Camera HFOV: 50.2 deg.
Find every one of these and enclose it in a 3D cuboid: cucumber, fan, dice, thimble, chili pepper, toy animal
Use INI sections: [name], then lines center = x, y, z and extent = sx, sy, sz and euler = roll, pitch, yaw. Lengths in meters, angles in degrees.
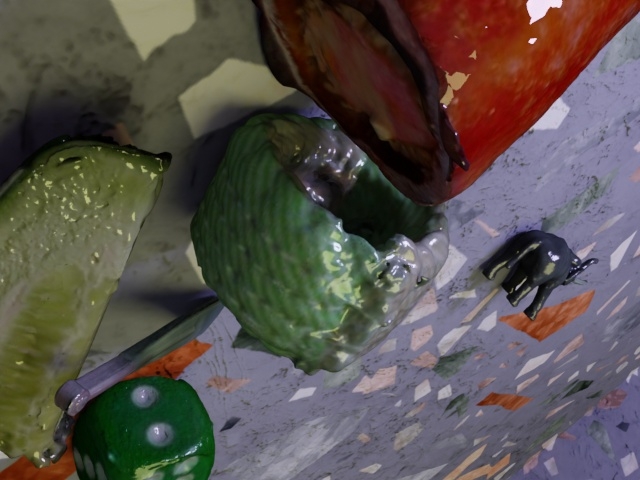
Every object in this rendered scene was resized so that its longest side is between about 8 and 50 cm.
[cucumber]
center = -0.221, 0.036, 0.546
extent = 0.145, 0.105, 0.325
euler = 20, 119, -22
[fan]
center = -0.155, 0.103, 0.634
extent = 0.057, 0.023, 0.282
euler = -51, 174, 18
[dice]
center = -0.200, 0.239, 0.778
extent = 0.131, 0.120, 0.128
euler = -9, 135, -38
[thimble]
center = 0.000, 0.000, 0.596
extent = 0.219, 0.219, 0.150
euler = 1, 131, -43
[chili pepper]
center = 0.117, -0.203, 0.496
extent = 0.305, 0.229, 0.251
euler = -47, 155, -5
[toy animal]
center = 0.366, 0.057, 1.119
extent = 0.270, 0.082, 0.137
euler = 17, 119, -50
